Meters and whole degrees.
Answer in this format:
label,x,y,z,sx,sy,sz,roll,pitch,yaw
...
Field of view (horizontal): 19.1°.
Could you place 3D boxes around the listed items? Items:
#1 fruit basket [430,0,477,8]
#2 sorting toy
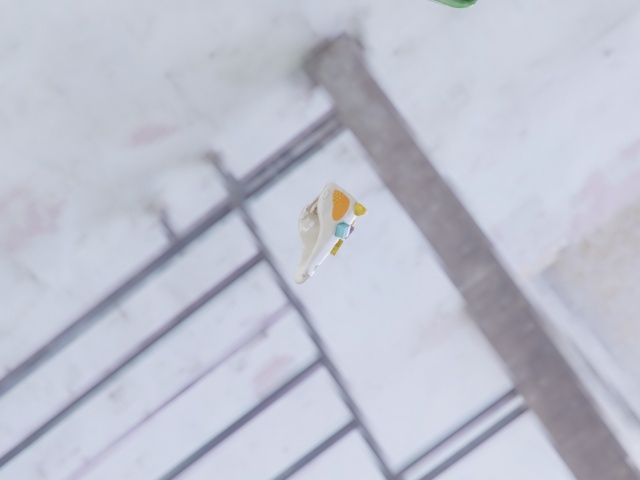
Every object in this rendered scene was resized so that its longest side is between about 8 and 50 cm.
label,x,y,z,sx,sy,sz,roll,pitch,yaw
fruit basket,0.050,-0.251,1.075,0.327,0.165,0.353,14,-13,-27
sorting toy,0.000,0.000,1.603,0.045,0.075,0.083,29,-17,-6
